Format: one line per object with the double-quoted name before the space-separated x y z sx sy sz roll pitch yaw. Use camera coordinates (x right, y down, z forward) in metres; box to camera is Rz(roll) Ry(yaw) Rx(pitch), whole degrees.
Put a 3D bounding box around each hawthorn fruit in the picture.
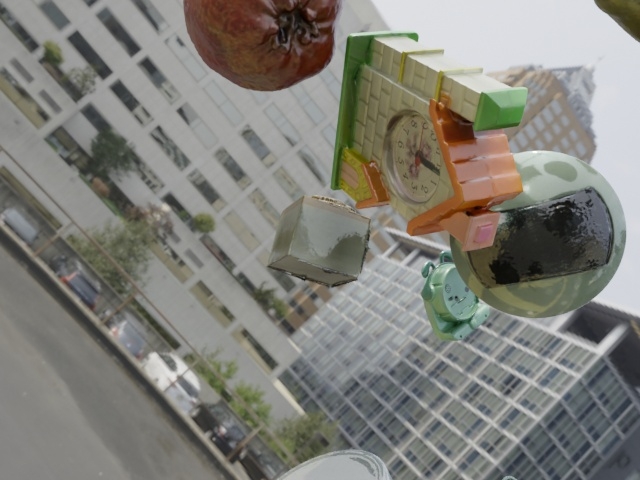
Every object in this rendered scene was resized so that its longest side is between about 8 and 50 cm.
"hawthorn fruit" -0.085 -0.305 0.860 0.253 0.205 0.205 47 -7 45

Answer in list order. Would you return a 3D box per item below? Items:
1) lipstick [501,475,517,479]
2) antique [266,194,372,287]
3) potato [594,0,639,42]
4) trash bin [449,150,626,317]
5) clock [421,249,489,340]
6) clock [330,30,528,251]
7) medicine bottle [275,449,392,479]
"lipstick" 0.397 0.537 1.425 0.037 0.037 0.116 41 -23 35
"antique" 0.000 0.000 1.280 0.152 0.148 0.146 18 -17 -17
"potato" 0.472 -0.342 0.930 0.194 0.157 0.157 14 -13 4
"trash bin" 0.382 -0.032 1.251 0.280 0.280 0.432 47 15 0
"clock" 0.291 0.120 1.497 0.060 0.148 0.189 -13 -75 53
"clock" 0.127 -0.116 0.828 0.255 0.106 0.220 46 -41 48
"medicine bottle" 0.051 0.463 0.889 0.306 0.245 0.245 68 -13 -11
